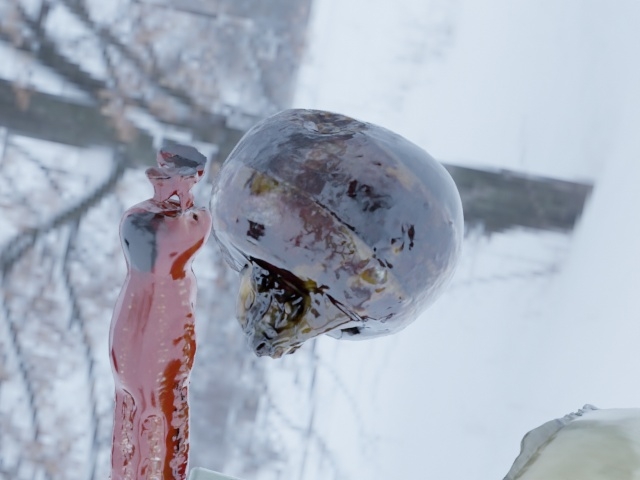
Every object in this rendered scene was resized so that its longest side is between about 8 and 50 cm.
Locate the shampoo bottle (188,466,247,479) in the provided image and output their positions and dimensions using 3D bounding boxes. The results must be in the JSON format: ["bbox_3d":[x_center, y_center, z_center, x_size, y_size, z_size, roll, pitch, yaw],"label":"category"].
[{"bbox_3d":[0.019,0.274,1.610,0.153,0.284,0.071,99,177,-50],"label":"shampoo bottle"}]

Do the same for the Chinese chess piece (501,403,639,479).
[{"bbox_3d":[0.164,0.263,1.101,0.338,0.140,0.338,-41,-36,-39],"label":"Chinese chess piece"}]

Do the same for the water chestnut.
[{"bbox_3d":[0.000,0.000,1.566,0.238,0.224,0.223,-56,-5,-14],"label":"water chestnut"}]

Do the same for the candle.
[{"bbox_3d":[-0.095,0.112,1.004,0.048,0.051,0.329,-138,50,-61],"label":"candle"}]
